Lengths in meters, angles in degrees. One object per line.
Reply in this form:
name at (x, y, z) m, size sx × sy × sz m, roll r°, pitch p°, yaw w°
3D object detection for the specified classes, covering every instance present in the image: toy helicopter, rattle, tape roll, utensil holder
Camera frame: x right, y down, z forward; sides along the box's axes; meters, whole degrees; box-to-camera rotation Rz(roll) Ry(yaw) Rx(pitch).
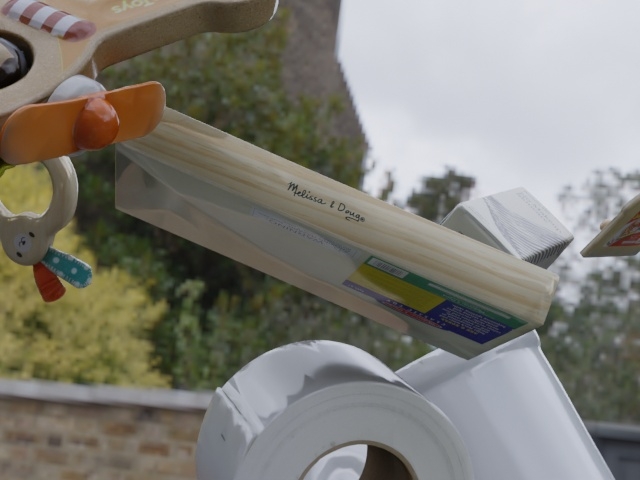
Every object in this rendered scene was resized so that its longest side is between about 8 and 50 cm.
toy helicopter at (-0.184, -0.154, 1.132) m, size 0.355 × 0.235 × 0.140 m, roll -22°, pitch -44°, yaw -21°
rattle at (-0.323, -0.017, 1.522) m, size 0.130 × 0.200 × 0.143 m, roll -6°, pitch 9°, yaw 0°
tape roll at (0.011, 0.235, 1.405) m, size 0.246 × 0.246 × 0.169 m, roll 11°, pitch 7°, yaw -18°
utensil holder at (0.223, 0.348, 1.838) m, size 0.327 × 0.385 × 0.327 m, roll -27°, pitch -16°, yaw -8°

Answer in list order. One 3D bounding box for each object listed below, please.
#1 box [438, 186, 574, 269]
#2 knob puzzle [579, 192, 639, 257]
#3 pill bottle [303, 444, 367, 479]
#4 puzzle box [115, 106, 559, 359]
box at (0.231, 0.006, 1.852) m, size 0.113 × 0.094 × 0.275 m, roll 45°, pitch 22°, yaw 11°
knob puzzle at (0.440, -0.052, 1.883) m, size 0.213 × 0.030 × 0.213 m, roll -29°, pitch -23°, yaw -14°
pill bottle at (-0.056, 0.341, 1.685) m, size 0.176 × 0.176 × 0.318 m, roll 15°, pitch -31°, yaw -32°
puzzle box at (0.000, 0.000, 1.362) m, size 0.408 × 0.052 × 0.272 m, roll 23°, pitch -14°, yaw -4°
